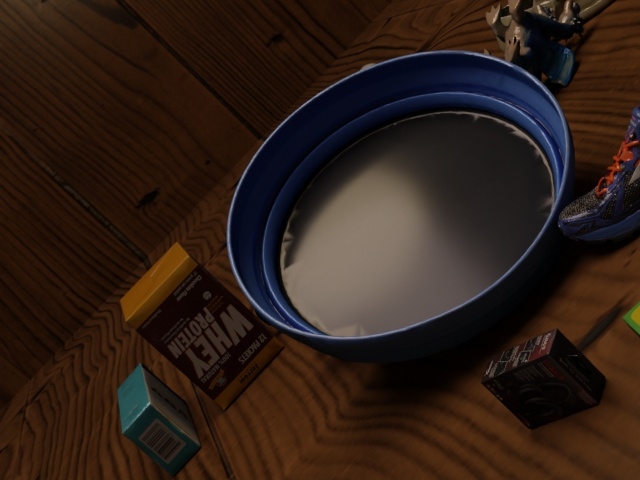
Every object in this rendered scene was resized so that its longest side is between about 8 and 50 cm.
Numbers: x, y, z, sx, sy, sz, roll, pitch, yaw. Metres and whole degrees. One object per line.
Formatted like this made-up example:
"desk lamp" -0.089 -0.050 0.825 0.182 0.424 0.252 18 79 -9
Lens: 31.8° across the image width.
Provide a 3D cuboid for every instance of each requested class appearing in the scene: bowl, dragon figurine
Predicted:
"bowl" 0.088 -0.040 1.218 0.391 0.077 0.391 -16 48 18
"dragon figurine" 0.295 -0.244 1.551 0.085 0.144 0.289 -28 41 47

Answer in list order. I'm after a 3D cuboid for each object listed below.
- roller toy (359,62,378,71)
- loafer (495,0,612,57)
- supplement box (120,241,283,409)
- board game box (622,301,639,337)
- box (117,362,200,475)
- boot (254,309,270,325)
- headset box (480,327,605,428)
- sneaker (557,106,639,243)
"roller toy" 0.101 -0.154 1.671 0.209 0.146 0.191 -75 5 -57
"loafer" 0.366 -0.373 1.700 0.268 0.092 0.102 -38 16 31
"supplement box" -0.182 0.123 1.679 0.129 0.194 0.191 -47 13 -4
"board game box" 0.332 0.038 0.699 0.213 0.046 0.317 -44 14 6
"box" -0.245 0.261 1.669 0.060 0.100 0.244 -47 13 -3
"boot" 0.000 0.000 1.720 0.263 0.091 0.229 -39 14 30
"headset box" 0.182 0.111 0.902 0.083 0.062 0.032 -31 20 44
"sneaker" 0.305 -0.082 1.041 0.221 0.087 0.083 -41 13 18
